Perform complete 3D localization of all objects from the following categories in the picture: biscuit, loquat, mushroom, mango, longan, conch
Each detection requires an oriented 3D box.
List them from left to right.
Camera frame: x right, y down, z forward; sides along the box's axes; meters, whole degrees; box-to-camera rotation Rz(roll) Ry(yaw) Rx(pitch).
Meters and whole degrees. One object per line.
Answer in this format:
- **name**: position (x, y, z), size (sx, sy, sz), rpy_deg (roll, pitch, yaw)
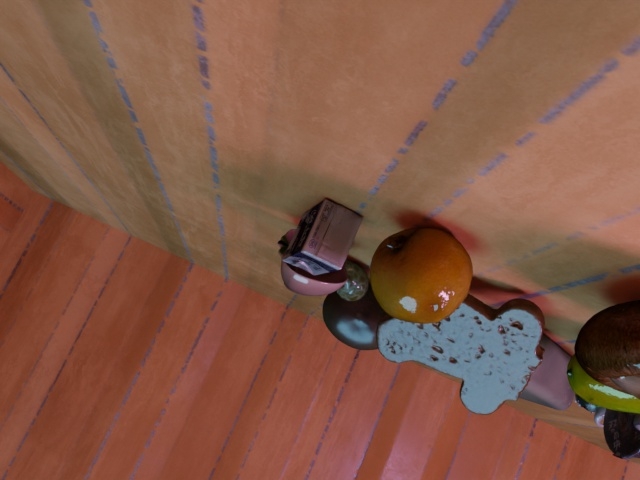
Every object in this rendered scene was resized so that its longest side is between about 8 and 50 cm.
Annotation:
- **conch**: position (0.090, 0.114, 1.906), size (0.116, 0.106, 0.173), rpy_deg (38, 161, 45)
- **longan**: position (0.123, 0.236, 2.065), size (0.246, 0.215, 0.246), rpy_deg (0, 166, 0)
- **loquat**: position (0.201, 0.068, 1.332), size (0.208, 0.208, 0.208), rpy_deg (23, 167, 6)
- **biscuit**: position (0.334, 0.236, 1.607), size (0.394, 0.076, 0.368), rpy_deg (23, 128, 17)
- **mango**: position (0.707, 0.316, 1.514), size (0.273, 0.149, 0.185), rpy_deg (1, 147, 46)
- **mushroom**: position (0.626, 0.214, 1.171), size (0.345, 0.239, 0.345), rpy_deg (31, 151, 20)

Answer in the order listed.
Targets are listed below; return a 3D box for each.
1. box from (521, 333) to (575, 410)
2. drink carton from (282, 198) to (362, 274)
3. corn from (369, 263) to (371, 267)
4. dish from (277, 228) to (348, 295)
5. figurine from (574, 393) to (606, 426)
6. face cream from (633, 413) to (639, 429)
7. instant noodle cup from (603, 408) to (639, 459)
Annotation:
- **box**: position (0.502, 0.329, 1.862), size (0.352, 0.177, 0.344), rpy_deg (8, 160, 47)
- **drink carton**: position (0.000, -0.001, 1.535), size (0.102, 0.134, 0.222), rpy_deg (24, 167, -11)
- **corn**: position (0.222, 0.091, 1.660), size (0.206, 0.067, 0.067), rpy_deg (16, 165, 21)
- **dish**: position (-0.035, 0.072, 1.723), size (0.213, 0.213, 0.090), rpy_deg (25, 123, -5)
- **figurine**: position (0.865, 0.487, 1.970), size (0.192, 0.126, 0.147), rpy_deg (-7, 129, 44)
- **face cream**: position (0.869, 0.412, 1.591), size (0.177, 0.152, 0.177), rpy_deg (22, 166, 6)
- **instant noodle cup**: position (0.921, 0.511, 1.785), size (0.208, 0.217, 0.217), rpy_deg (19, 167, -7)
